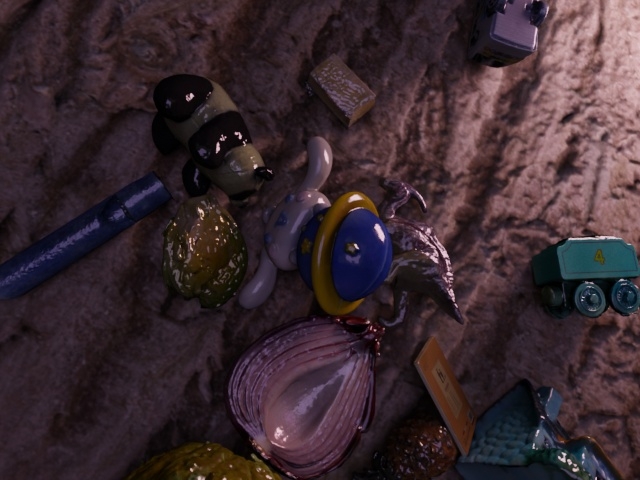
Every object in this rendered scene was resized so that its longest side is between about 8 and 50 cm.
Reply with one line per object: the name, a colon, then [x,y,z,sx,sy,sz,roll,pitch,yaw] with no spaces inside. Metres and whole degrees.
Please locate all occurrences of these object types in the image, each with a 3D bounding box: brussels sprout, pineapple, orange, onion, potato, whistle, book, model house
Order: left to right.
whistle: [-0.380,-0.006,0.782,0.304,0.062,0.062,-36,91,-13]
brussels sprout: [-0.190,0.021,0.800,0.138,0.100,0.181,-5,83,-22]
orange: [-0.152,0.396,0.667,0.299,0.301,0.223,25,52,-3]
onion: [-0.011,0.228,0.795,0.283,0.120,0.227,-36,92,-19]
potato: [0.035,-0.274,0.895,0.086,0.061,0.122,-44,92,-10]
pineapple: [0.130,0.375,0.818,0.197,0.108,0.108,-32,90,-7]
book: [0.219,0.263,0.849,0.012,0.118,0.172,-29,88,28]
model house: [0.420,0.395,0.831,0.241,0.226,0.261,-38,94,-42]

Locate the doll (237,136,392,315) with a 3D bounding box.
doll: [0.017,-0.022,0.807,0.159,0.242,0.311,22,74,-38]

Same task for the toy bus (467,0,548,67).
toy bus: [0.365,-0.497,0.947,0.108,0.136,0.330,14,80,-11]

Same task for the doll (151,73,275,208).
doll: [-0.178,-0.162,0.800,0.135,0.143,0.234,-30,85,-28]

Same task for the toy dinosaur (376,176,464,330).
toy dinosaur: [0.145,0.025,0.872,0.162,0.077,0.294,-20,85,-6]

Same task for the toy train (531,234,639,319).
toy train: [0.505,0.071,0.926,0.197,0.107,0.155,-2,76,-11]
